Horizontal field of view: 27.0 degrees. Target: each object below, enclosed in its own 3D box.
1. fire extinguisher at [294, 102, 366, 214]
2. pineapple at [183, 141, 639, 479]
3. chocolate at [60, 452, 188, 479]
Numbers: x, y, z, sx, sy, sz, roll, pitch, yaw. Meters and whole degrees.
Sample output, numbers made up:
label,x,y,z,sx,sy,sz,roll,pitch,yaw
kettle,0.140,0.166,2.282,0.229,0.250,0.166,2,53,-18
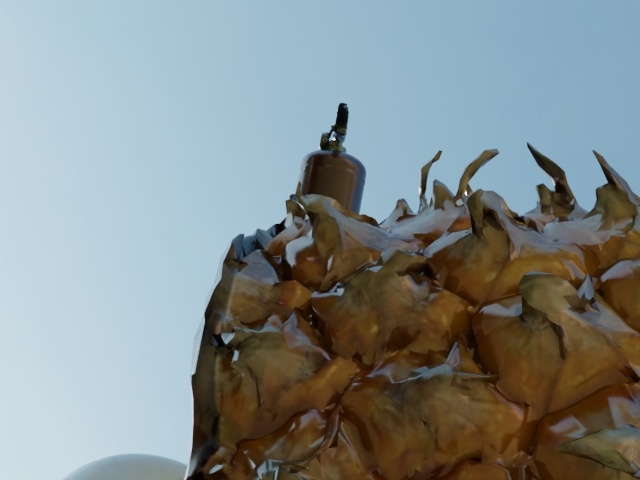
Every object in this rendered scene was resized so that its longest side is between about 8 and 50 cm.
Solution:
label,x,y,z,sx,sy,sz,roll,pitch,yaw
fire extinguisher,0.000,0.000,0.812,0.043,0.064,0.158,11,-103,1
pineapple,0.118,0.126,0.561,0.300,0.352,0.353,-2,-88,12
chocolate,-0.095,0.195,0.709,0.221,0.147,0.221,23,-41,22
